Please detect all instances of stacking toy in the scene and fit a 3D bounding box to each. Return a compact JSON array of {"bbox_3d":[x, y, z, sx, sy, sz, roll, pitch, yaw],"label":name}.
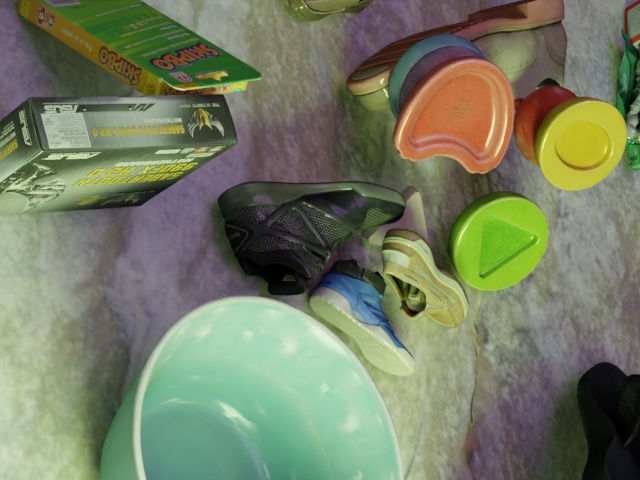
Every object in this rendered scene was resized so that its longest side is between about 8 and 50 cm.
[{"bbox_3d":[0.189,-0.102,1.827,0.309,0.280,0.130,19,18,-29],"label":"stacking toy"}]

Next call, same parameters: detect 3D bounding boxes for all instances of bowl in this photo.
[{"bbox_3d":[-0.088,0.224,1.415,0.311,0.163,0.312,20,57,-34],"label":"bowl"}]

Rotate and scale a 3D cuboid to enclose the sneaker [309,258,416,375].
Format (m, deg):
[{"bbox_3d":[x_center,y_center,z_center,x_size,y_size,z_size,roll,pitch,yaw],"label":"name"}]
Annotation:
[{"bbox_3d":[0.064,0.083,1.694,0.152,0.058,0.085,39,56,-11],"label":"sneaker"}]

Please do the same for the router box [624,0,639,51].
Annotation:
[{"bbox_3d":[0.699,-0.324,2.289,0.335,0.301,0.082,26,54,-30],"label":"router box"}]

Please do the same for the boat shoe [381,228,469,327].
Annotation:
[{"bbox_3d":[0.115,0.062,1.723,0.190,0.068,0.072,47,53,-45],"label":"boat shoe"}]

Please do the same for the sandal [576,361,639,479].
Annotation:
[{"bbox_3d":[0.396,0.250,1.749,0.167,0.107,0.446,48,18,-6],"label":"sandal"}]

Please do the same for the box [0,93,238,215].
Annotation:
[{"bbox_3d":[-0.225,-0.082,1.437,0.231,0.183,0.056,-5,74,-43],"label":"box"}]

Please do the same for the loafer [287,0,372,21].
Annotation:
[{"bbox_3d":[0.017,-0.315,1.863,0.148,0.050,0.056,-20,83,-45],"label":"loafer"}]

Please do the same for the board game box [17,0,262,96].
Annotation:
[{"bbox_3d":[-0.189,-0.206,1.528,0.259,0.039,0.124,31,31,35],"label":"board game box"}]

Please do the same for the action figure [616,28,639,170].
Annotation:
[{"bbox_3d":[0.492,-0.198,2.218,0.137,0.063,0.232,33,54,-28],"label":"action figure"}]

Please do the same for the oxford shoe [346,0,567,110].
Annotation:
[{"bbox_3d":[0.200,-0.216,1.917,0.397,0.140,0.147,-23,103,-37],"label":"oxford shoe"}]

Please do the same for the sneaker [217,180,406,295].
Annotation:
[{"bbox_3d":[0.000,0.000,1.655,0.227,0.087,0.130,-3,75,-32],"label":"sneaker"}]
